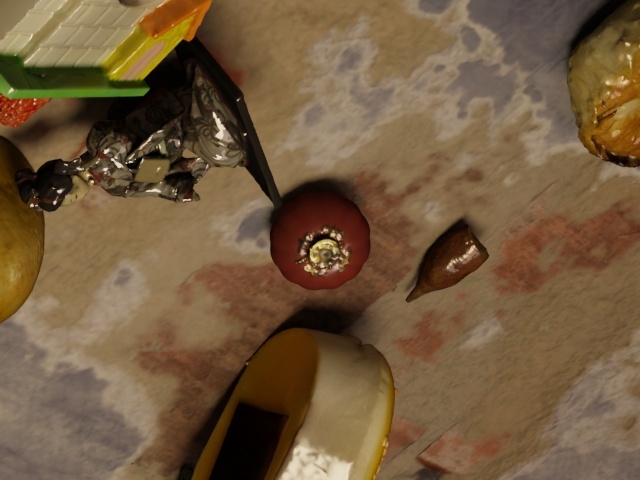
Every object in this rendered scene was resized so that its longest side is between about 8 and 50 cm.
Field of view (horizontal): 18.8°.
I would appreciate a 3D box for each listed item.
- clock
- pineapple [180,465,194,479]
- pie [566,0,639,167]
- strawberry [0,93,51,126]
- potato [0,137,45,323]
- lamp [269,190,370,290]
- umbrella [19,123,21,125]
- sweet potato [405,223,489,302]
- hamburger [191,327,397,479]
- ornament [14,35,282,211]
[{"bbox_3d":[-0.134,-0.229,1.460,0.255,0.106,0.220,-43,169,20],"label":"clock"},{"bbox_3d":[-0.093,0.361,2.224,0.130,0.119,0.277,-23,144,24],"label":"pineapple"},{"bbox_3d":[0.393,-0.190,1.925,0.315,0.092,0.315,-19,146,-13],"label":"pie"},{"bbox_3d":[-0.253,-0.133,1.606,0.073,0.073,0.083,12,128,-39],"label":"strawberry"},{"bbox_3d":[-0.323,0.012,1.665,0.203,0.158,0.178,21,120,-40],"label":"potato"},{"bbox_3d":[0.000,0.000,1.894,0.101,0.090,0.101,-2,109,-5],"label":"lamp"},{"bbox_3d":[-0.315,-0.124,1.617,0.027,0.025,0.165,-28,146,36],"label":"umbrella"},{"bbox_3d":[0.129,0.030,2.041,0.049,0.049,0.117,18,129,-43],"label":"sweet potato"},{"bbox_3d":[-0.020,0.236,2.017,0.151,0.227,0.295,28,95,-24],"label":"hamburger"},{"bbox_3d":[-0.162,-0.069,1.650,0.196,0.153,0.166,-30,142,-7],"label":"ornament"}]
